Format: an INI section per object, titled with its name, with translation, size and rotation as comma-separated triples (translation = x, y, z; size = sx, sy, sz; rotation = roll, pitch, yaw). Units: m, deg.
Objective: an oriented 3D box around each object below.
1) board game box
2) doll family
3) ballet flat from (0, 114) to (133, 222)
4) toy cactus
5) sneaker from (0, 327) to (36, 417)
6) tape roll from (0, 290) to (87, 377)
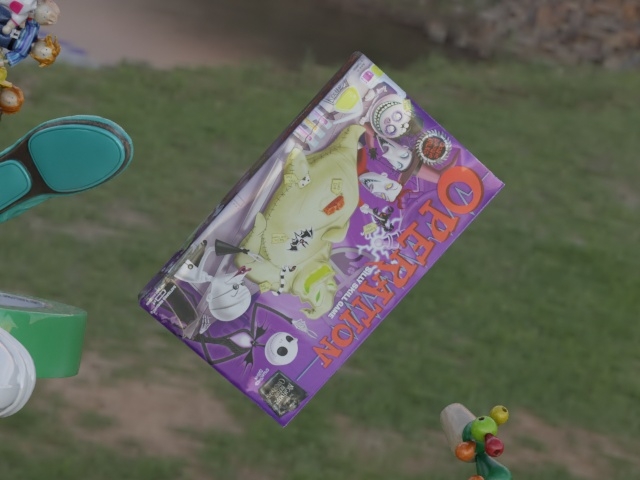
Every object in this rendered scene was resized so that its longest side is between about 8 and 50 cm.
[board game box]
translation = 0.000, 0.000, 1.813
size = 0.208, 0.347, 0.056
rotation = 41, 3, -16
[doll family]
translation = -0.466, -0.276, 2.503
size = 0.163, 0.263, 0.118
rotation = 30, 4, -15
[ballet flat]
translation = -0.288, -0.084, 1.851
size = 0.247, 0.083, 0.087
rotation = -20, 13, 29
[toy cactus]
translation = 0.196, 0.248, 1.985
size = 0.219, 0.112, 0.180
rotation = 56, 0, -44
[sneaker]
translation = -0.300, 0.054, 1.199
size = 0.212, 0.080, 0.094
rotation = 26, 8, 15
[tape roll]
translation = -0.433, 0.094, 2.009
size = 0.321, 0.077, 0.321
rotation = 8, 1, 0
